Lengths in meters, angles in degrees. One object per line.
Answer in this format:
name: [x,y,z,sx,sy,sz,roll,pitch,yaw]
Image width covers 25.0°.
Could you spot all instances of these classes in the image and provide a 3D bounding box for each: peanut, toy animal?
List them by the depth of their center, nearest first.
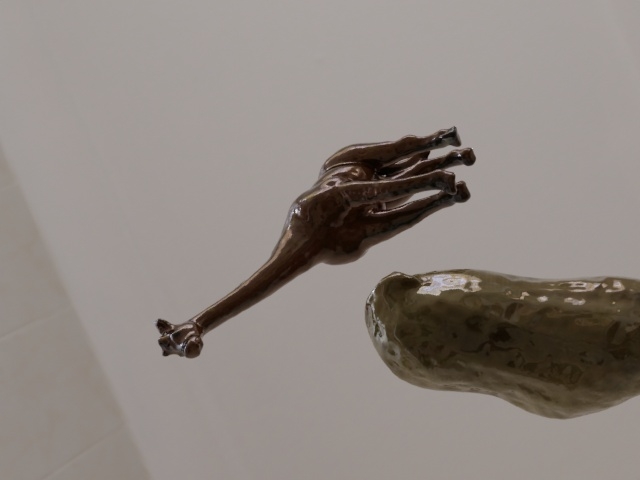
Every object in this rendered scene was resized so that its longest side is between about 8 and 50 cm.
peanut: [0.133,0.064,0.940,0.214,0.099,0.099,8,-73,7]
toy animal: [0.000,0.000,1.058,0.229,0.224,0.066,-19,-66,18]
